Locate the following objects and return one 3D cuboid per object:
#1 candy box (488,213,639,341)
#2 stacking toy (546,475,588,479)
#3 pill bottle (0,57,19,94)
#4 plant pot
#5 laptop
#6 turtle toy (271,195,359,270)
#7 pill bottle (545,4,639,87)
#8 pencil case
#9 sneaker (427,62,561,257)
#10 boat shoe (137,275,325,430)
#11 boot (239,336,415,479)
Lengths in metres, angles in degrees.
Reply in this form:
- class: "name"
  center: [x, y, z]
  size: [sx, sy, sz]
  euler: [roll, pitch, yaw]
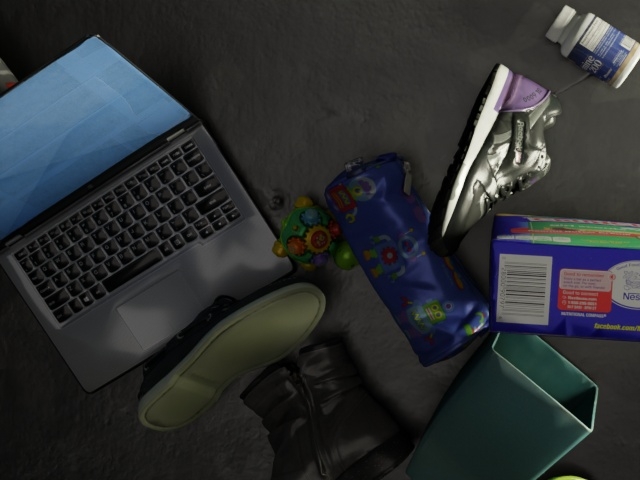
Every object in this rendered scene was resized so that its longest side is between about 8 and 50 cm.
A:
- class: "candy box"
  center: [0.347, 0.042, 1.456]
  size: [0.268, 0.317, 0.122]
  euler: [3, 95, 8]
- class: "stacking toy"
  center: [0.303, 0.488, 1.648]
  size: [0.280, 0.130, 0.309]
  euler: [-33, 93, -15]
- class: "pill bottle"
  center: [-0.577, -0.250, 1.638]
  size: [0.210, 0.210, 0.363]
  euler: [-37, 89, 12]
- class: "plant pot"
  center: [0.235, 0.255, 1.581]
  size: [0.165, 0.166, 0.234]
  euler: [40, 110, 4]
- class: "laptop"
  center: [-0.314, -0.012, 1.591]
  size: [0.382, 0.236, 0.407]
  euler: [-31, 95, 12]
- class: "turtle toy"
  center: [0.000, 0.000, 1.630]
  size: [0.130, 0.066, 0.095]
  euler: [26, 89, -25]
- class: "pill bottle"
  center: [0.364, -0.261, 1.545]
  size: [0.120, 0.067, 0.067]
  euler: [34, 101, 5]
- class: "pencil case"
  center: [0.124, 0.019, 1.591]
  size: [0.133, 0.119, 0.306]
  euler: [-29, 92, 33]
- class: "sneaker"
  center: [0.238, -0.095, 1.525]
  size: [0.124, 0.107, 0.283]
  euler: [24, 72, -1]
- class: "boat shoe"
  center: [-0.136, 0.137, 1.647]
  size: [0.127, 0.113, 0.340]
  euler: [27, 122, -36]
- class: "boot"
  center: [-0.051, 0.305, 1.674]
  size: [0.338, 0.118, 0.222]
  euler: [-38, 82, 5]
